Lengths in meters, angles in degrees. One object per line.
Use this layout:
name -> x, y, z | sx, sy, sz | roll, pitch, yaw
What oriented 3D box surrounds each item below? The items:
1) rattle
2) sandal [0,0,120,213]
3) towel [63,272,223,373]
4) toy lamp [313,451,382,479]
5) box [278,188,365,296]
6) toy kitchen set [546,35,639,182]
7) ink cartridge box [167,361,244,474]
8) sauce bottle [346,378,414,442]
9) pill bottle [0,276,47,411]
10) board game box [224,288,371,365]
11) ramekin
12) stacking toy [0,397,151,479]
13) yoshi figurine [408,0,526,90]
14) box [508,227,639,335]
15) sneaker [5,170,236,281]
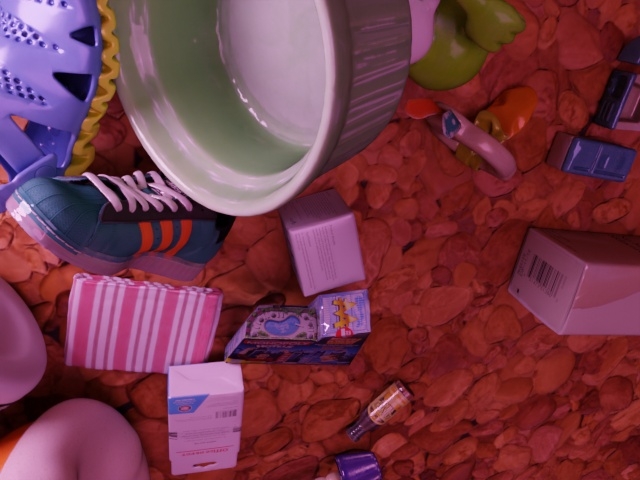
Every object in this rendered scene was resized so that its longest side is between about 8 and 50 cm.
rattle -> 0.203, -0.167, 0.717 | 0.143, 0.130, 0.200 | -41, 136, 17
sandal -> -0.292, -0.138, 0.564 | 0.138, 0.126, 0.317 | -17, 129, -52
towel -> -0.243, 0.118, 0.787 | 0.197, 0.029, 0.144 | 9, 113, -20
toy lamp -> -0.030, 0.427, 0.965 | 0.275, 0.080, 0.080 | -17, 118, -6
box -> 0.000, 0.000, 0.762 | 0.087, 0.102, 0.101 | -16, 117, -6
toy kitchen set -> 0.441, -0.171, 0.780 | 0.122, 0.166, 0.207 | 6, 112, -19
ink cartridge box -> -0.172, 0.263, 0.843 | 0.104, 0.060, 0.180 | -1, 126, -16
sauce bottle -> 0.099, 0.288, 0.957 | 0.128, 0.042, 0.042 | -45, 118, 4
pill bottle -> -0.505, 0.179, 0.642 | 0.334, 0.188, 0.188 | -34, 119, 1
board game box -> -0.017, 0.119, 0.771 | 0.194, 0.060, 0.194 | 5, 154, -19
ramekin -> -0.061, -0.189, 0.549 | 0.148, 0.303, 0.303 | -30, 126, -43
stacking toy -> -0.491, 0.400, 0.734 | 0.480, 0.350, 0.350 | -7, 117, 7
yoshi figurine -> 0.138, -0.298, 0.608 | 0.203, 0.203, 0.362 | 25, 139, 5
box -> 0.483, 0.068, 0.916 | 0.311, 0.148, 0.121 | 3, 112, -20
sneaker -> -0.191, -0.034, 0.619 | 0.108, 0.302, 0.121 | 43, 96, 17
